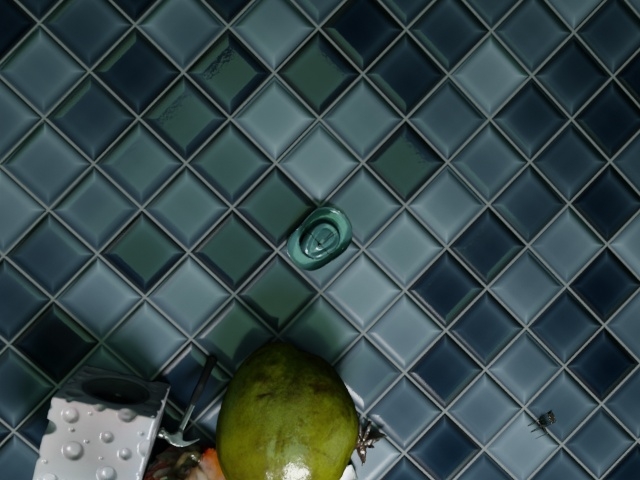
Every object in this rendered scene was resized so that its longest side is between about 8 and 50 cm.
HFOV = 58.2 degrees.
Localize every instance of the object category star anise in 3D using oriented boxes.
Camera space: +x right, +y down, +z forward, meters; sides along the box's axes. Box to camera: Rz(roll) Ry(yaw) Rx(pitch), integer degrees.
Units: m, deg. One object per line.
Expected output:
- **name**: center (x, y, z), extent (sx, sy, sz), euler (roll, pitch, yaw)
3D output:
- **star anise**: center (0.101, 0.548, 1.597), extent (0.129, 0.056, 0.124), euler (39, 91, -8)

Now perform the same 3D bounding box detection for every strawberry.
- **strawberry**: center (-0.344, 0.690, 1.502), extent (0.149, 0.265, 0.336), euler (-8, 116, 24)

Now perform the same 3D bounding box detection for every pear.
- **pear**: center (-0.084, 0.468, 1.440), extent (0.352, 0.352, 0.413), euler (7, 76, -6)

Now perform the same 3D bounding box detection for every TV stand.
- **TV stand**: center (-0.023, 0.692, 1.607), extent (0.256, 0.040, 0.049), euler (-24, 96, -3)

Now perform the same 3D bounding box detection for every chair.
- **chair**: center (0.644, 0.534, 1.656), extent (0.086, 0.042, 0.037), euler (-28, 101, -2)

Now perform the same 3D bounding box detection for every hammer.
- **hammer**: center (-0.325, 0.417, 1.504), extent (0.103, 0.029, 0.246), euler (33, 58, -15)

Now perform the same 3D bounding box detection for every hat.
- **hat**: center (0.000, 0.000, 1.529), extent (0.191, 0.078, 0.138), euler (-44, 99, 0)

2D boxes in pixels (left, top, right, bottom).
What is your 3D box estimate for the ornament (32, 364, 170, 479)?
- **ornament**: center (-0.537, 0.481, 1.440), extent (0.240, 0.239, 0.239), euler (15, 95, -7)
